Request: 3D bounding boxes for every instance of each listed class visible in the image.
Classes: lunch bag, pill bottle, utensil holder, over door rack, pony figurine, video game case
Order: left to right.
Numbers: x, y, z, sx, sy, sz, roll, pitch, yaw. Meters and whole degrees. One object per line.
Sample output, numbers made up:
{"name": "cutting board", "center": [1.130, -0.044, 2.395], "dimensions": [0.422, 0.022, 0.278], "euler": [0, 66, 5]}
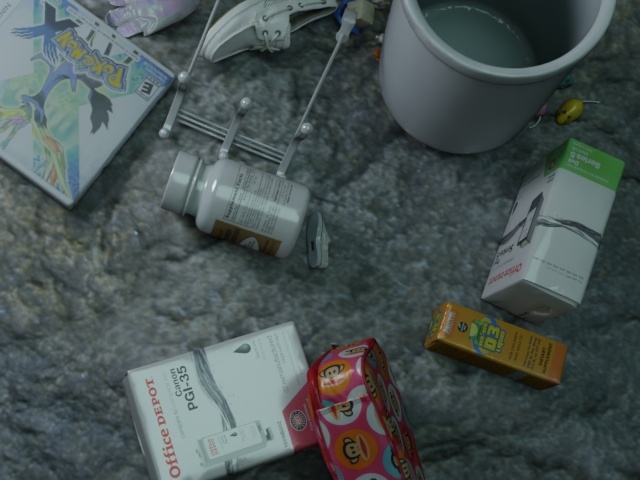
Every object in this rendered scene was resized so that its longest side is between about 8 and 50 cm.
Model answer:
{"name": "video game case", "center": [-0.463, -0.263, 1.852], "dimensions": [0.329, 0.036, 0.300], "euler": [36, 73, -3]}
{"name": "pony figurine", "center": [-0.238, -0.537, 1.839], "dimensions": [0.350, 0.363, 0.303], "euler": [-16, 88, 0]}
{"name": "pill bottle", "center": [-0.143, -0.064, 1.828], "dimensions": [0.229, 0.131, 0.131], "euler": [19, 74, -7]}
{"name": "over door rack", "center": [-0.107, -0.276, 1.833], "dimensions": [0.239, 0.108, 0.324], "euler": [22, 103, -10]}
{"name": "lunch bag", "center": [0.084, 0.304, 1.738], "dimensions": [0.120, 0.258, 0.293], "euler": [-17, 93, 13]}
{"name": "utensil holder", "center": [0.266, -0.346, 1.795], "dimensions": [0.327, 0.385, 0.328], "euler": [1, 77, -4]}

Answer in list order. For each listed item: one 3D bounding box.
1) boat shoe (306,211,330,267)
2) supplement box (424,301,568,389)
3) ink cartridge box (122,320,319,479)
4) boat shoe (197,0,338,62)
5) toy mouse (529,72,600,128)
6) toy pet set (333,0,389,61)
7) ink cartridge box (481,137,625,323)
{"name": "boat shoe", "center": [0.000, 0.000, 1.899], "dimensions": [0.035, 0.035, 0.100], "euler": [10, 69, -38]}
{"name": "supplement box", "center": [0.304, 0.184, 1.898], "dimensions": [0.233, 0.080, 0.078], "euler": [19, 72, -5]}
{"name": "ink cartridge box", "center": [-0.153, 0.271, 1.755], "dimensions": [0.282, 0.117, 0.207], "euler": [-16, 82, -16]}
{"name": "boat shoe", "center": [-0.086, -0.379, 1.927], "dimensions": [0.277, 0.098, 0.096], "euler": [-34, 82, -18]}
{"name": "toy mouse", "center": [0.432, -0.281, 2.055], "dimensions": [0.161, 0.031, 0.143], "euler": [-35, 87, -17]}
{"name": "toy pet set", "center": [0.084, -0.391, 2.003], "dimensions": [0.114, 0.065, 0.122], "euler": [19, 74, -44]}
{"name": "ink cartridge box", "center": [0.401, -0.012, 1.900], "dimensions": [0.114, 0.198, 0.273], "euler": [24, 73, -6]}
